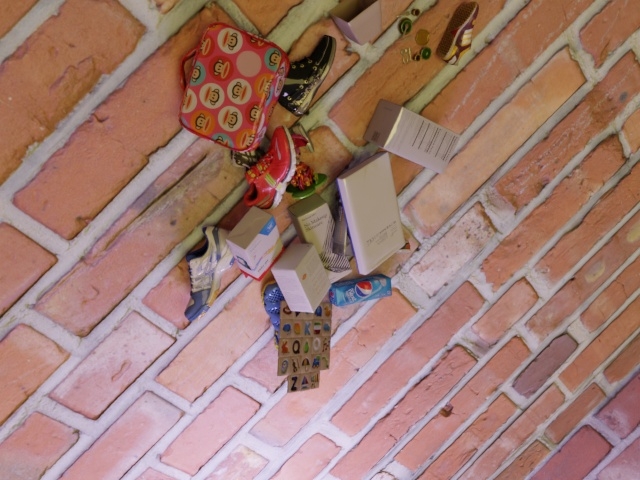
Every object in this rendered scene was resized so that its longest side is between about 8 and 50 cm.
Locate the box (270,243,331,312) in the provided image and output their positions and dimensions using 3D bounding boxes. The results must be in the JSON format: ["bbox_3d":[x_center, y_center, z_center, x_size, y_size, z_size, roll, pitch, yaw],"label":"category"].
[{"bbox_3d":[-0.056,0.113,1.749,0.130,0.090,0.171,-53,131,-42],"label":"box"}]

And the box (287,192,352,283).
[{"bbox_3d":[0.000,0.000,1.809,0.113,0.094,0.275,-30,123,-11],"label":"box"}]

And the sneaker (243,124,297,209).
[{"bbox_3d":[-0.146,-0.188,1.573,0.118,0.107,0.279,-3,135,-28],"label":"sneaker"}]

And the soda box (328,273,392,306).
[{"bbox_3d":[0.136,0.168,1.958,0.209,0.071,0.067,-10,102,-20],"label":"soda box"}]

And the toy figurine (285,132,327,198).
[{"bbox_3d":[-0.067,-0.223,1.639,0.130,0.173,0.159,-13,115,13],"label":"toy figurine"}]

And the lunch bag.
[{"bbox_3d":[-0.239,-0.391,1.462,0.258,0.120,0.293,24,101,2],"label":"lunch bag"}]

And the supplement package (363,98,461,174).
[{"bbox_3d":[0.282,-0.317,1.761,0.243,0.139,0.134,18,104,-29],"label":"supplement package"}]

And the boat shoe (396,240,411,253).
[{"bbox_3d":[0.248,0.020,1.965,0.136,0.049,0.043,0,71,-22],"label":"boat shoe"}]

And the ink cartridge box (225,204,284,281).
[{"bbox_3d":[-0.182,0.023,1.673,0.134,0.078,0.231,-53,155,-22],"label":"ink cartridge box"}]

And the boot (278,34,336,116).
[{"bbox_3d":[-0.075,-0.477,1.556,0.178,0.085,0.237,22,103,-29],"label":"boot"}]

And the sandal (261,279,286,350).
[{"bbox_3d":[-0.105,0.270,1.865,0.126,0.138,0.318,-19,118,-8],"label":"sandal"}]

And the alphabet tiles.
[{"bbox_3d":[-0.046,0.311,1.853,0.285,0.011,0.343,10,81,-55],"label":"alphabet tiles"}]

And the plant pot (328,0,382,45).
[{"bbox_3d":[0.107,-0.602,1.571,0.109,0.109,0.096,-39,135,-3],"label":"plant pot"}]

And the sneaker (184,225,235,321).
[{"bbox_3d":[-0.352,0.093,1.699,0.130,0.112,0.297,25,93,-24],"label":"sneaker"}]

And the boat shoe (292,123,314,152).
[{"bbox_3d":[-0.051,-0.296,1.686,0.035,0.035,0.100,-20,129,17],"label":"boat shoe"}]

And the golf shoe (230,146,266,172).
[{"bbox_3d":[-0.222,-0.254,1.599,0.094,0.077,0.198,-42,122,-1],"label":"golf shoe"}]

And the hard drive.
[{"bbox_3d":[0.160,-0.084,1.749,0.210,0.040,0.319,-34,122,-35],"label":"hard drive"}]

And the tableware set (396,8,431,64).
[{"bbox_3d":[0.282,-0.603,1.694,0.103,0.024,0.154,-22,120,-14],"label":"tableware set"}]

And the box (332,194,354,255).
[{"bbox_3d":[0.142,-0.046,1.811,0.230,0.056,0.183,0,99,-44],"label":"box"}]

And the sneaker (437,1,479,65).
[{"bbox_3d":[0.429,-0.623,1.733,0.083,0.069,0.186,16,112,-39],"label":"sneaker"}]
